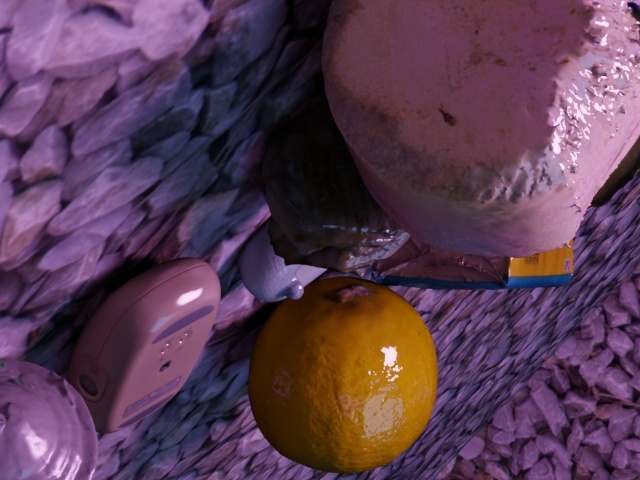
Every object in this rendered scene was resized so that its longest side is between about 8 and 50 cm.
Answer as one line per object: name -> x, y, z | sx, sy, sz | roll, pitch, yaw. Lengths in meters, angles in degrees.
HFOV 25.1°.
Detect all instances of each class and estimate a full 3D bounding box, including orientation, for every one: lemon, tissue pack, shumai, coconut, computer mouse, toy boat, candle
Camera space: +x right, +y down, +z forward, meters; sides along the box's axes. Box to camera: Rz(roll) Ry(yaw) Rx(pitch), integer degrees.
lemon -> 0.030, 0.150, 1.766 | 0.240, 0.240, 0.219 | -26, 133, -43
tissue pack -> 0.196, -0.006, 1.811 | 0.271, 0.192, 0.134 | 0, 92, -65
shumai -> 0.021, -0.054, 1.461 | 0.184, 0.184, 0.142 | -34, -177, -27
coconut -> 0.159, -0.137, 1.309 | 0.297, 0.297, 0.309 | -45, 163, 2
computer mouse -> -0.180, 0.101, 1.440 | 0.145, 0.082, 0.236 | -31, 159, -37
toy boat -> 0.000, 0.000, 1.612 | 0.207, 0.079, 0.134 | -35, 162, -30
candle -> -0.291, 0.206, 1.277 | 0.187, 0.187, 0.330 | -31, 157, -33

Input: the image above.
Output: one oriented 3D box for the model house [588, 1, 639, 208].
model house -> 0.351, -0.176, 1.809 | 0.211, 0.170, 0.194 | -55, 172, -45
